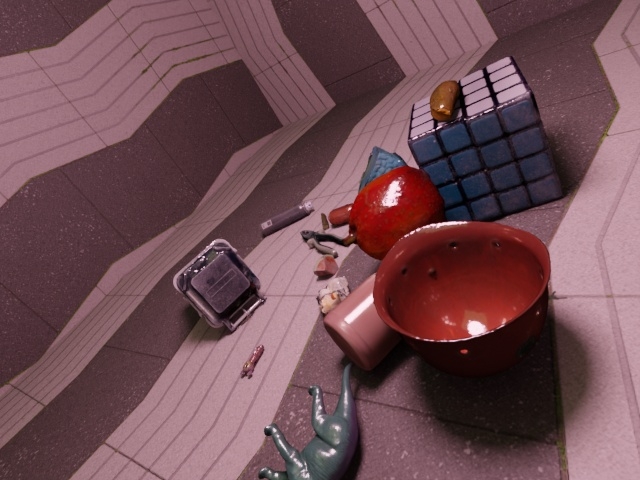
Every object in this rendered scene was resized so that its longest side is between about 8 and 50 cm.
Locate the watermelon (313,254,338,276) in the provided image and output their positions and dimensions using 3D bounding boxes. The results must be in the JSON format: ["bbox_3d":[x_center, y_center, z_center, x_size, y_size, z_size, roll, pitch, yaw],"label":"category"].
[{"bbox_3d":[0.015,0.099,1.483,0.072,0.084,0.092,54,127,44],"label":"watermelon"}]

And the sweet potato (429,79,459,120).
[{"bbox_3d":[0.347,-0.408,1.176,0.077,0.077,0.244,-15,34,33],"label":"sweet potato"}]

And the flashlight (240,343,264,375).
[{"bbox_3d":[-0.209,0.368,1.303,0.052,0.031,0.110,-11,34,38],"label":"flashlight"}]

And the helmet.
[{"bbox_3d":[0.302,0.141,0.886,0.337,0.230,0.385,-31,24,-3],"label":"helmet"}]

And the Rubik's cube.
[{"bbox_3d":[0.489,-0.289,1.286,0.336,0.345,0.344,-21,28,27],"label":"Rubik's cube"}]

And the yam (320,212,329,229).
[{"bbox_3d":[0.018,-0.089,1.828,0.130,0.027,0.033,-99,28,-60],"label":"yam"}]

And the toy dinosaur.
[{"bbox_3d":[0.043,0.455,0.827,0.383,0.130,0.330,-42,38,-20],"label":"toy dinosaur"}]

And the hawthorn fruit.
[{"bbox_3d":[0.205,-0.052,1.202,0.307,0.266,0.265,-30,25,-11],"label":"hawthorn fruit"}]

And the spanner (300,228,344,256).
[{"bbox_3d":[0.000,0.000,1.686,0.095,0.040,0.324,-41,28,-16],"label":"spanner"}]

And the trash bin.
[{"bbox_3d":[-0.408,0.179,1.645,0.256,0.296,0.367,-46,15,-21],"label":"trash bin"}]

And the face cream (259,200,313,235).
[{"bbox_3d":[-0.161,-0.112,2.021,0.283,0.073,0.073,-25,27,17],"label":"face cream"}]

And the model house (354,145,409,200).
[{"bbox_3d":[0.282,-0.219,1.631,0.261,0.240,0.226,-81,9,-71],"label":"model house"}]

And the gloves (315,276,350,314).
[{"bbox_3d":[0.041,0.172,1.315,0.114,0.070,0.153,-36,18,13],"label":"gloves"}]

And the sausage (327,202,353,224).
[{"bbox_3d":[0.095,-0.106,1.725,0.141,0.076,0.076,-18,30,26],"label":"sausage"}]

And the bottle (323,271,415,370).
[{"bbox_3d":[0.161,0.170,1.082,0.296,0.173,0.206,-42,-6,-16],"label":"bottle"}]
